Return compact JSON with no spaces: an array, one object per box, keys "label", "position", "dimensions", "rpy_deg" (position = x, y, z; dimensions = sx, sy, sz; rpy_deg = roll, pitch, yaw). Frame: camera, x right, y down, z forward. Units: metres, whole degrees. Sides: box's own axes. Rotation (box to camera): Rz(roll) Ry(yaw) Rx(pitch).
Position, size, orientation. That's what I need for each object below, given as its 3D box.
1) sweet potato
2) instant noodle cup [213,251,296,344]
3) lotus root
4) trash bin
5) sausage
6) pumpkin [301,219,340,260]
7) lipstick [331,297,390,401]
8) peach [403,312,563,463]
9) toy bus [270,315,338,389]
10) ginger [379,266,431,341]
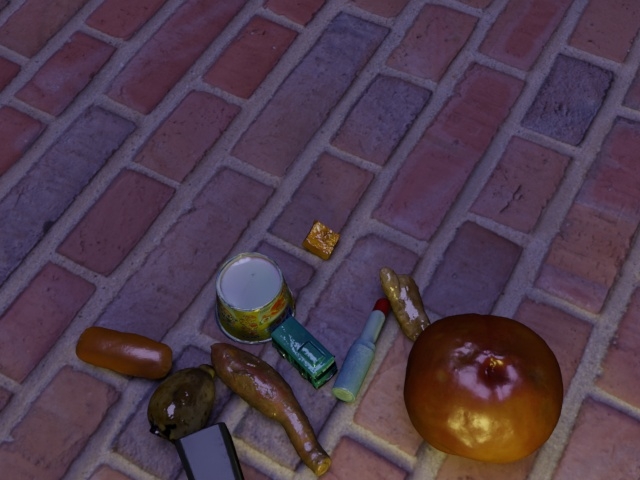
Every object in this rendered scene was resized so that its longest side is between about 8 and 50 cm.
[{"label":"sweet potato","position":[-0.107,0.362,1.831],"dimensions":[0.385,0.109,0.109],"rpy_deg":[41,69,16]},{"label":"instant noodle cup","position":[-0.164,0.127,1.940],"dimensions":[0.205,0.153,0.205],"rpy_deg":[-1,58,1]},{"label":"lotus root","position":[-0.306,0.360,1.827],"dimensions":[0.138,0.138,0.214],"rpy_deg":[17,50,12]},{"label":"trash bin","position":[-0.208,0.522,1.701],"dimensions":[0.115,0.165,0.225],"rpy_deg":[-21,63,-11]},{"label":"sausage","position":[-0.456,0.264,1.904],"dimensions":[0.238,0.098,0.098],"rpy_deg":[12,60,11]},{"label":"pumpkin","position":[0.000,0.000,2.066],"dimensions":[0.083,0.054,0.074],"rpy_deg":[33,67,-4]},{"label":"lipstick","position":[0.104,0.249,1.906],"dimensions":[0.061,0.068,0.274],"rpy_deg":[26,56,2]},{"label":"peach","position":[0.347,0.308,1.725],"dimensions":[0.343,0.301,0.342],"rpy_deg":[-1,58,2]},{"label":"toy bus","position":[-0.038,0.261,1.889],"dimensions":[0.079,0.091,0.160],"rpy_deg":[-40,66,-18]},{"label":"ginger","position":[0.210,0.152,1.955],"dimensions":[0.081,0.115,0.205],"rpy_deg":[-26,83,6]}]
